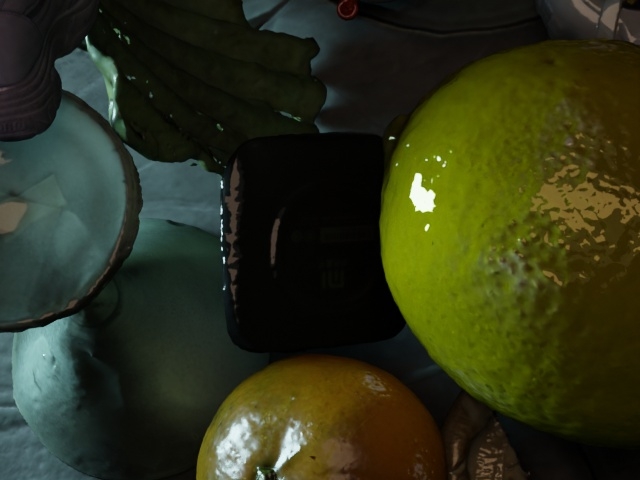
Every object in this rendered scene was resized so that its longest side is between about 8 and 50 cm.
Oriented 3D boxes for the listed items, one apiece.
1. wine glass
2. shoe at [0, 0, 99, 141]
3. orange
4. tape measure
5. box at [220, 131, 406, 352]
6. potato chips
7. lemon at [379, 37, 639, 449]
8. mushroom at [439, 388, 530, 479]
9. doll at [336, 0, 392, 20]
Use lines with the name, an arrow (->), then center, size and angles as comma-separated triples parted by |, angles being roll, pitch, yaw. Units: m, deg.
wine glass -> -0.210, 0.040, 1.602 | 0.267, 0.406, 0.267 | -4, 70, 10
shoe -> -0.237, -0.195, 1.431 | 0.095, 0.137, 0.245 | 1, 40, 6
orange -> -0.005, 0.212, 1.610 | 0.240, 0.171, 0.240 | -9, 75, 37
tape measure -> 0.308, -0.255, 1.785 | 0.197, 0.120, 0.236 | 39, 74, 13
box -> 0.000, 0.000, 1.662 | 0.213, 0.042, 0.201 | -1, 88, -37
potato chips -> -0.158, -0.219, 1.731 | 0.097, 0.389, 0.373 | -43, 71, 21
lemon -> 0.206, -0.010, 1.584 | 0.364, 0.364, 0.364 | -3, 69, 7
mushroom -> 0.150, 0.232, 1.645 | 0.094, 0.072, 0.209 | -19, 69, -18
doll -> 0.074, -0.327, 1.871 | 0.142, 0.076, 0.245 | 28, 70, -1
